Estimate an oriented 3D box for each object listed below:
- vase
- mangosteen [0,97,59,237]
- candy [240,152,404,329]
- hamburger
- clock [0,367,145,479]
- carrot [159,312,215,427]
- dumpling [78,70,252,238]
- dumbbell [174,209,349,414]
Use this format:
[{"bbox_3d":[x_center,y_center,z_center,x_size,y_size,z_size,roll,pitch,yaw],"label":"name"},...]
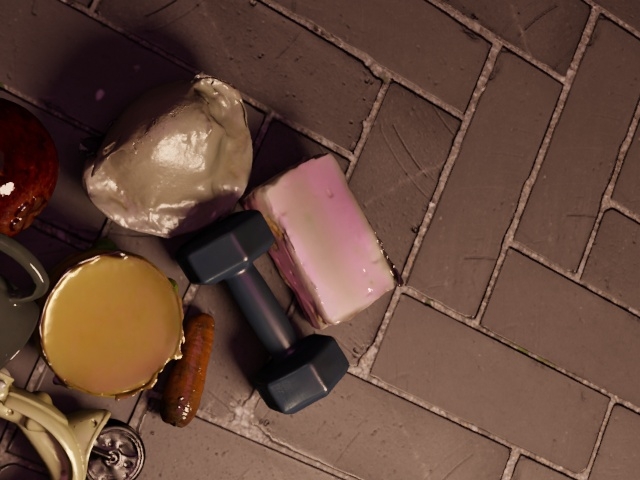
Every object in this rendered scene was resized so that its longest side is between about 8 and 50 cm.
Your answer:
[{"bbox_3d":[-0.508,0.049,1.433,0.251,0.156,0.301,-28,123,15],"label":"vase"},{"bbox_3d":[-0.498,-0.116,1.516,0.257,0.215,0.215,39,72,6],"label":"mangosteen"},{"bbox_3d":[0.000,0.000,1.758,0.155,0.116,0.265,-33,100,-20],"label":"candy"},{"bbox_3d":[-0.317,0.113,1.602,0.237,0.149,0.237,-2,96,-20],"label":"hamburger"},{"bbox_3d":[-0.463,0.340,1.547,0.379,0.120,0.276,-42,108,-19],"label":"clock"},{"bbox_3d":[-0.204,0.202,1.695,0.060,0.060,0.186,21,74,-21],"label":"carrot"},{"bbox_3d":[-0.236,-0.133,1.664,0.293,0.163,0.204,-43,137,-20],"label":"dumpling"},{"bbox_3d":[-0.089,0.112,1.692,0.316,0.144,0.156,59,41,-10],"label":"dumbbell"}]
